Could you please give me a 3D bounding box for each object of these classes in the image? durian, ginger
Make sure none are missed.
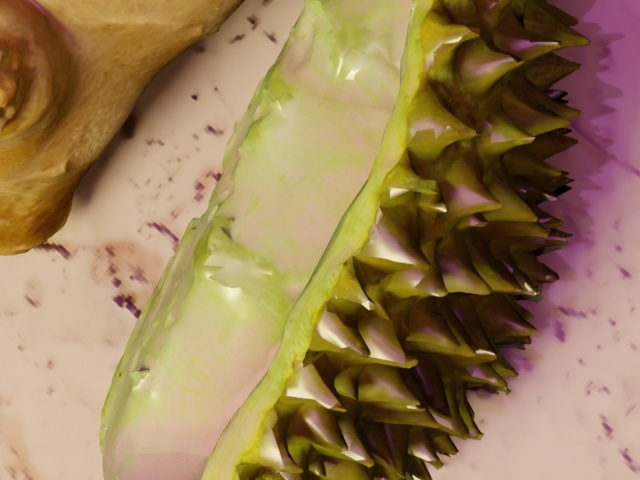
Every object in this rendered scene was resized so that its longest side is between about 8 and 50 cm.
[{"bbox_3d":[0.000,0.000,0.493,0.169,0.158,0.352,32,103,28],"label":"durian"},{"bbox_3d":[-0.045,-0.128,0.472,0.166,0.236,0.375,18,105,-26],"label":"ginger"}]
